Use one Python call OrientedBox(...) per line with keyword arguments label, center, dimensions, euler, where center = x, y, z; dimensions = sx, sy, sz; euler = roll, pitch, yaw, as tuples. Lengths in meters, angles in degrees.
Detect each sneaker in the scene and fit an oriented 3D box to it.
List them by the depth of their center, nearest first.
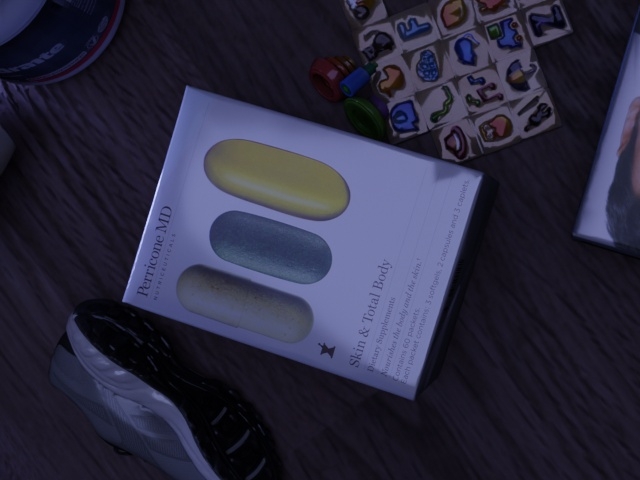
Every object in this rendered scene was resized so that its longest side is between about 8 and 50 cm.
OrientedBox(label="sneaker", center=(-0.147, 0.176, 1.270), dimensions=(0.271, 0.100, 0.108), euler=(42, 120, 6))

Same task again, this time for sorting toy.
OrientedBox(label="sorting toy", center=(0.036, -0.144, 1.259), dimensions=(0.102, 0.061, 0.042), euler=(44, 69, 11))

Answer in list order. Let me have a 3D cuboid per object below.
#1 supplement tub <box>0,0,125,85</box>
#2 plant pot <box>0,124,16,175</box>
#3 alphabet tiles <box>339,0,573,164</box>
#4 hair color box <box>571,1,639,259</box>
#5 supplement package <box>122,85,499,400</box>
OrientedBox(label="supplement tub", center=(-0.305, -0.252, 1.212), dimensions=(0.191, 0.272, 0.191), euler=(0, 88, 11))
OrientedBox(label="plant pot", center=(-0.437, -0.050, 1.263), dimensions=(0.274, 0.256, 0.256), euler=(-43, 81, -10))
OrientedBox(label="alphabet tiles", center=(0.134, -0.198, 1.264), dimensions=(0.198, 0.009, 0.237), euler=(-20, 85, 9))
OrientedBox(label="hair color box", center=(0.362, -0.154, 1.168), dimensions=(0.185, 0.113, 0.374), euler=(16, 92, 10))
OrientedBox(label="supplement package", center=(0.000, 0.000, 1.184), dimensions=(0.263, 0.198, 0.199), euler=(18, 93, 11))
